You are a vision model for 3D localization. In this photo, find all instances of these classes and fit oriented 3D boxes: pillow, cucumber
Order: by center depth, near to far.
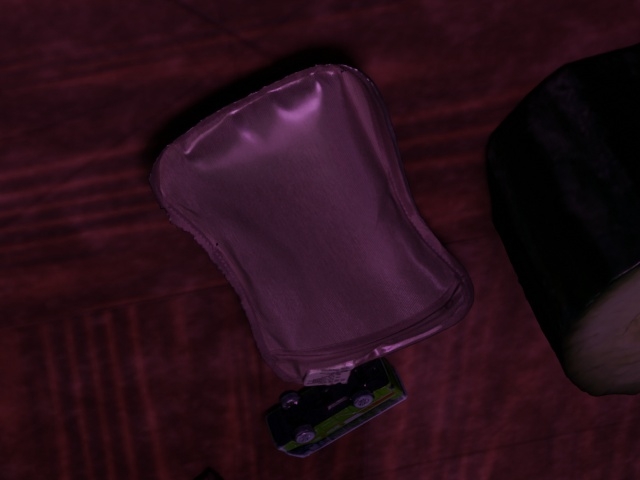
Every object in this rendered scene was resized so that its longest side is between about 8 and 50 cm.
[{"bbox_3d":[0.000,0.000,0.871,0.131,0.038,0.232,-23,136,8],"label":"pillow"},{"bbox_3d":[0.183,-0.002,0.877,0.191,0.130,0.191,-10,141,-9],"label":"cucumber"}]

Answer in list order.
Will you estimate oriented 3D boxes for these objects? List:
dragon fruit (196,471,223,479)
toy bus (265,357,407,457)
[{"bbox_3d":[-0.004,0.271,1.067,0.330,0.302,0.240,1,103,-42],"label":"dragon fruit"},{"bbox_3d":[0.009,0.102,0.984,0.083,0.031,0.037,-32,145,13],"label":"toy bus"}]
